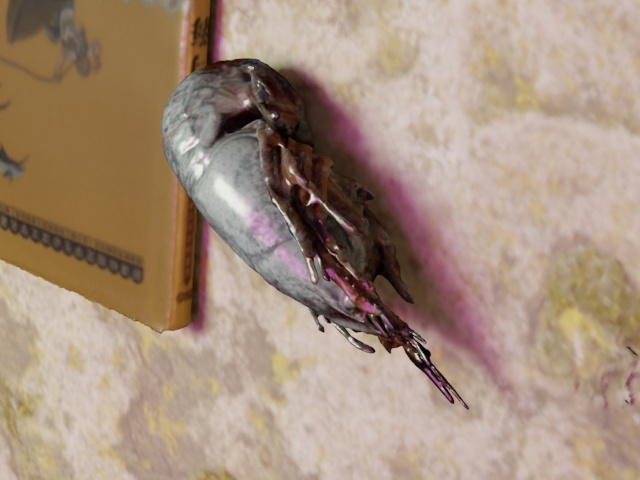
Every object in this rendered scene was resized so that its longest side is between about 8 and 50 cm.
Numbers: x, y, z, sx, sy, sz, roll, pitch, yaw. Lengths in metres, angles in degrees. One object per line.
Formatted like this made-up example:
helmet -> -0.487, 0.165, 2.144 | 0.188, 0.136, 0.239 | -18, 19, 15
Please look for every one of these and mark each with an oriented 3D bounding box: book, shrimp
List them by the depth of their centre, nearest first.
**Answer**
shrimp -> 0.000, 0.000, 0.901 | 0.233, 0.079, 0.090 | 51, 167, 20
book -> -0.161, -0.164, 1.040 | 0.269, 0.032, 0.389 | 20, 115, 37
